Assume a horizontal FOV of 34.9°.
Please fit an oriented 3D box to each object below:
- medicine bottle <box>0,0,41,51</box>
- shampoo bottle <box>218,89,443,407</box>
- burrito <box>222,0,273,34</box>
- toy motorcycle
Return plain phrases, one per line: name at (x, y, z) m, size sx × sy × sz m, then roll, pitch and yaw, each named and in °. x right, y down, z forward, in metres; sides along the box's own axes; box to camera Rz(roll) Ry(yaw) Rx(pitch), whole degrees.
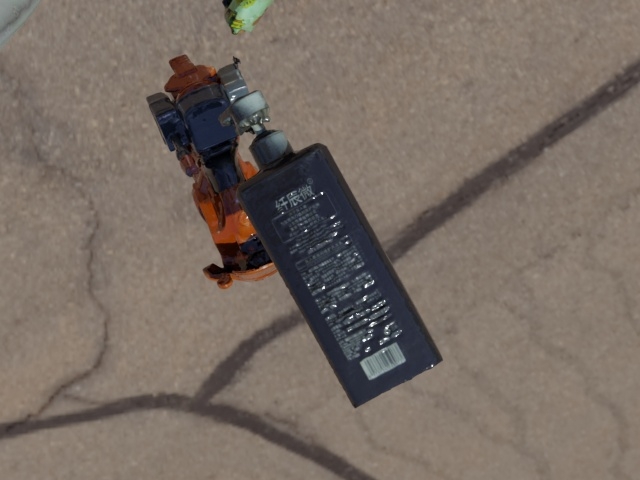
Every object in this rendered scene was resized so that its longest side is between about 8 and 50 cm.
medicine bottle at (-0.216, -0.063, 0.408) m, size 0.111 × 0.161 × 0.296 m, roll 33°, pitch 140°, yaw -25°
shampoo bottle at (0.001, 0.000, 0.969) m, size 0.098 × 0.071 × 0.309 m, roll -28°, pitch 92°, yaw 7°
burrito at (-0.032, -0.354, 1.190) m, size 0.054 × 0.104 × 0.288 m, roll 29°, pitch 111°, yaw -22°
toy motorcycle at (-0.117, -0.070, 1.301) m, size 0.148 × 0.221 × 0.325 m, roll -25°, pitch 128°, yaw -9°
